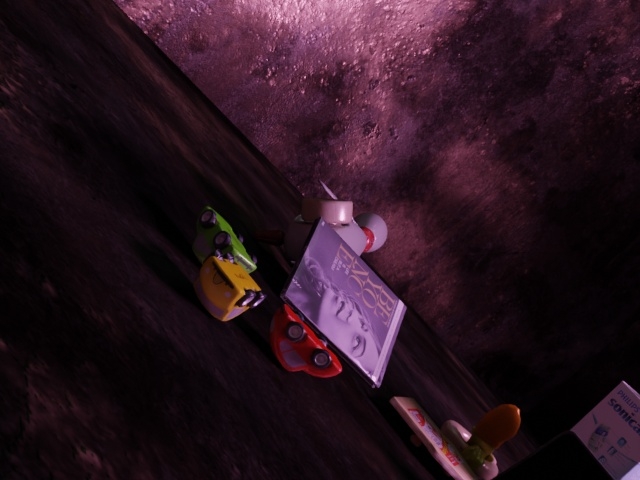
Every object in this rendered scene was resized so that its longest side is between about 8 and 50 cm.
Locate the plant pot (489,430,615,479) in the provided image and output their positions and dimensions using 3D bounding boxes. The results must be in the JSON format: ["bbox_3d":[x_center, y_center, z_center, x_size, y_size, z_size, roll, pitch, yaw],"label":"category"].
[{"bbox_3d":[0.299,0.386,1.177,0.188,0.187,0.167,54,-6,47],"label":"plant pot"}]

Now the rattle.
[{"bbox_3d":[0.298,0.341,1.689,0.130,0.143,0.200,30,1,32],"label":"rattle"}]

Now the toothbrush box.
[{"bbox_3d":[0.432,0.391,1.449,0.216,0.295,0.126,40,9,-36],"label":"toothbrush box"}]

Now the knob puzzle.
[{"bbox_3d":[0.175,0.315,1.409,0.213,0.030,0.213,48,4,-5],"label":"knob puzzle"}]

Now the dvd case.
[{"bbox_3d":[0.041,0.094,1.450,0.221,0.018,0.164,47,45,-24],"label":"dvd case"}]

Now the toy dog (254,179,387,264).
[{"bbox_3d":[0.000,0.000,1.637,0.161,0.220,0.333,10,-13,17],"label":"toy dog"}]

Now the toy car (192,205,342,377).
[{"bbox_3d":[-0.090,0.046,1.058,0.239,0.053,0.225,44,6,-45],"label":"toy car"}]
